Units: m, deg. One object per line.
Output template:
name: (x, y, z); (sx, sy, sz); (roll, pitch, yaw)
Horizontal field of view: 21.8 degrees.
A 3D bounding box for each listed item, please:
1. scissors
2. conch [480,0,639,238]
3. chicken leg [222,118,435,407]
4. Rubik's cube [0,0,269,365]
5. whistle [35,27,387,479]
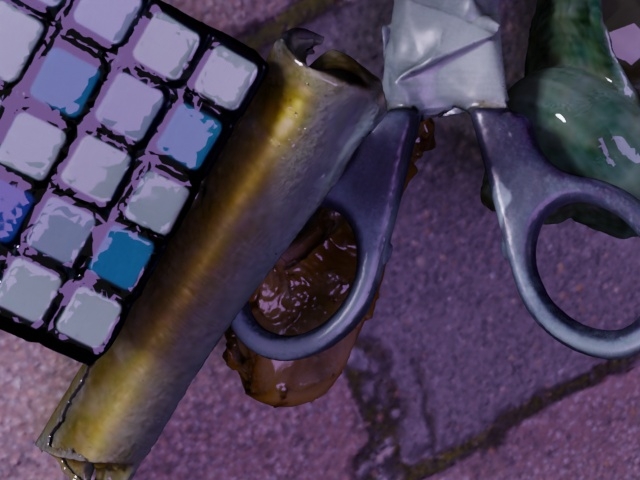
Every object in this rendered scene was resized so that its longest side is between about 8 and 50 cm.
scissors: (0.076, -0.120, 0.951); (0.256, 0.029, 0.383); (1, 82, 10)
conch: (0.172, -0.089, 1.012); (0.176, 0.122, 0.188); (67, 38, -50)
chicken leg: (0.002, 0.002, 1.016); (0.101, 0.085, 0.207); (32, 82, -12)
Rubik's cube: (-0.169, -0.068, 0.864); (0.184, 0.182, 0.187); (28, 92, -26)
whistle: (-0.071, 0.025, 0.921); (0.057, 0.068, 0.326); (-10, 141, -52)
